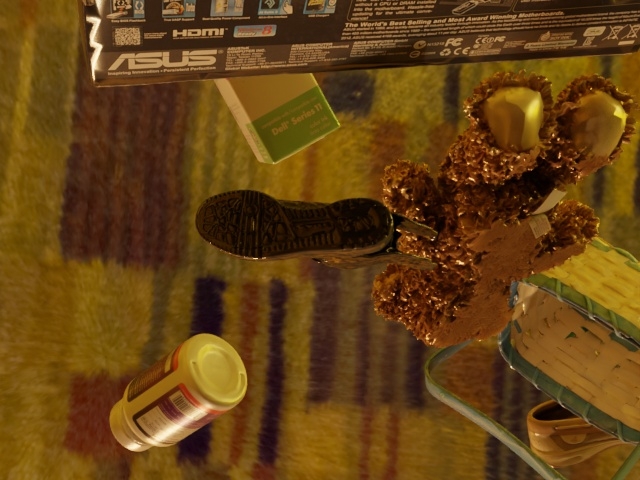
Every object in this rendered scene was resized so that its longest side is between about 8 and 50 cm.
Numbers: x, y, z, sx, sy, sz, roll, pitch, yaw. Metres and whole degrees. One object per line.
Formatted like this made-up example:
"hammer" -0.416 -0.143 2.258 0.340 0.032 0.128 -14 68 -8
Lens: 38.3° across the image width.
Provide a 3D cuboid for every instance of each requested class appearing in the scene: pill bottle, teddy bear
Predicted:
"pill bottle" -0.199 0.214 1.254 0.108 0.193 0.108 33 38 -30
"teddy bear" 0.167 -0.036 0.906 0.245 0.338 0.113 -16 53 -12

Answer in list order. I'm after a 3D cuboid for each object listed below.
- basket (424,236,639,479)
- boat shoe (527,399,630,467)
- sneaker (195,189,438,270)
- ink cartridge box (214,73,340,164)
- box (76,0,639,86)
"basket" 0.303 0.146 1.082 0.289 0.201 0.255 -31 49 -27
"boat shoe" 0.540 0.302 1.680 0.341 0.121 0.110 -21 116 -9
"sneaker" 0.000 -0.003 0.682 0.170 0.089 0.051 1 78 9
"ink cartridge box" -0.117 -0.295 1.372 0.119 0.207 0.353 -30 100 -5
"box" 0.058 -0.227 0.511 0.395 0.318 0.097 -6 62 -13
